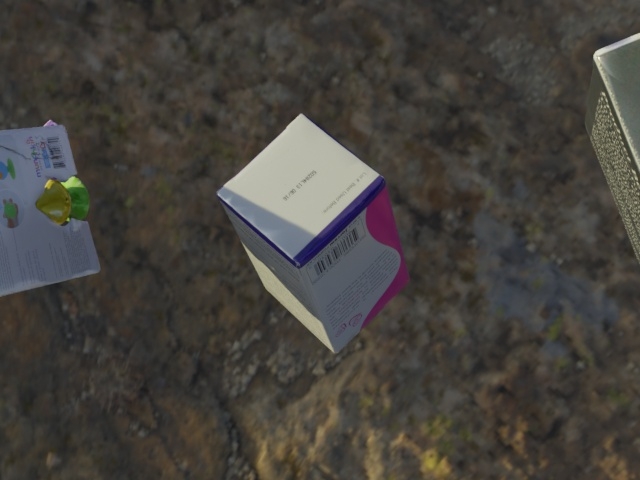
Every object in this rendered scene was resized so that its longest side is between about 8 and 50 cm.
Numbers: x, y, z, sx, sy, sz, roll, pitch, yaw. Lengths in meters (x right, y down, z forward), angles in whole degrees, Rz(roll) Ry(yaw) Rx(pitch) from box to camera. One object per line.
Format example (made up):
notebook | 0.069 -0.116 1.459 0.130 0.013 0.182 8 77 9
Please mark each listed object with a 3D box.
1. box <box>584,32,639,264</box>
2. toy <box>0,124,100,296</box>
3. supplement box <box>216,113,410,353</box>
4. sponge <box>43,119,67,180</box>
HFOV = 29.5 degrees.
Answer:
box | 0.342 -0.054 0.774 0.293 0.395 0.212 -22 86 11
toy | -0.295 -0.016 1.005 0.237 0.056 0.137 -15 92 -50
supplement box | 0.000 0.000 1.147 0.111 0.220 0.114 -44 63 -12
sponge | -0.390 -0.046 1.507 0.031 0.117 0.210 36 66 6
